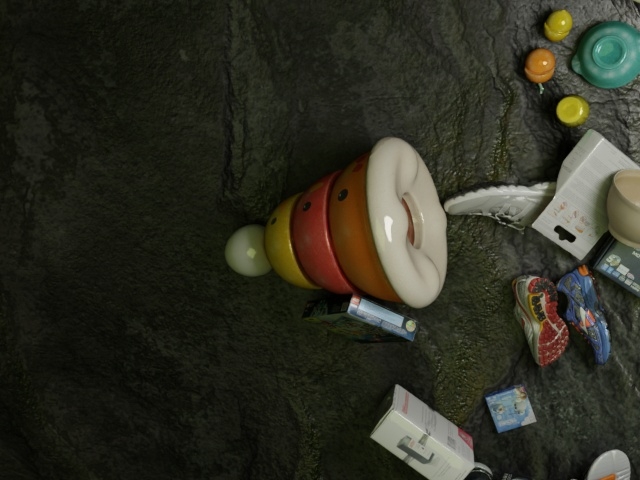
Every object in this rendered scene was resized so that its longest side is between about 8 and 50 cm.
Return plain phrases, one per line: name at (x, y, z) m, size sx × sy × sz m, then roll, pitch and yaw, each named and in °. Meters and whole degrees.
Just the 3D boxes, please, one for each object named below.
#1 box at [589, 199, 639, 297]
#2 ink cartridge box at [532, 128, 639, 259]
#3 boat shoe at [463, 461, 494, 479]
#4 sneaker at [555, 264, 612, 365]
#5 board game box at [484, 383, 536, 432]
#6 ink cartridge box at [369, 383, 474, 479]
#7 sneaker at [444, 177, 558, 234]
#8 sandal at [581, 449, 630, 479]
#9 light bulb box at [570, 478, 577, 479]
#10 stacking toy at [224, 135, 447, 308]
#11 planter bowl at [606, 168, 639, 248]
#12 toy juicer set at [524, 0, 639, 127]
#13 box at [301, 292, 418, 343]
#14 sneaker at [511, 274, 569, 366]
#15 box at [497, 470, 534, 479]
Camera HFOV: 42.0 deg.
box at (0.718, 0.041, 1.753) m, size 0.233 × 0.059 × 0.183 m, roll 33°, pitch 102°, yaw 1°
ink cartridge box at (0.547, -0.091, 1.716) m, size 0.181 × 0.056 × 0.224 m, roll 29°, pitch 107°, yaw -31°
boat shoe at (0.305, 0.652, 1.905) m, size 0.114 × 0.091 × 0.302 m, roll 19°, pitch 102°, yaw 4°
sneaker at (0.570, 0.164, 1.796) m, size 0.087 × 0.083 × 0.221 m, roll -17°, pitch 92°, yaw 24°
board game box at (0.427, 0.377, 1.875) m, size 0.090 × 0.020 × 0.090 m, roll -20°, pitch 98°, yaw 11°
ink cartridge box at (0.224, 0.434, 1.842) m, size 0.218 × 0.158 × 0.092 m, roll 37°, pitch 103°, yaw 0°
sneaker at (0.403, -0.065, 1.754) m, size 0.281 × 0.105 × 0.115 m, roll -3°, pitch 99°, yaw 8°
sandal at (0.620, 0.567, 1.854) m, size 0.102 × 0.076 × 0.265 m, roll -8°, pitch 113°, yaw -8°
light bulb box at (0.631, 0.749, 1.758) m, size 0.358 × 0.225 × 0.361 m, roll 22°, pitch 103°, yaw -18°
stacking toy at (0.000, 0.000, 1.754) m, size 0.480 × 0.350 × 0.350 m, roll -12°, pitch 99°, yaw 25°
planter bowl at (0.638, -0.053, 1.654) m, size 0.162 × 0.162 × 0.109 m, roll 19°, pitch 128°, yaw 4°
toy juicer set at (0.563, -0.404, 1.687) m, size 0.329 × 0.089 × 0.209 m, roll -43°, pitch 79°, yaw 21°
box at (0.078, 0.168, 1.762) m, size 0.159 × 0.233 × 0.044 m, roll 24°, pitch 73°, yaw -20°
sneaker at (0.472, 0.171, 1.807) m, size 0.088 × 0.093 × 0.225 m, roll -24°, pitch 113°, yaw -21°
box at (0.410, 0.628, 1.837) m, size 0.078 × 0.147 × 0.180 m, roll 11°, pitch 112°, yaw 24°
